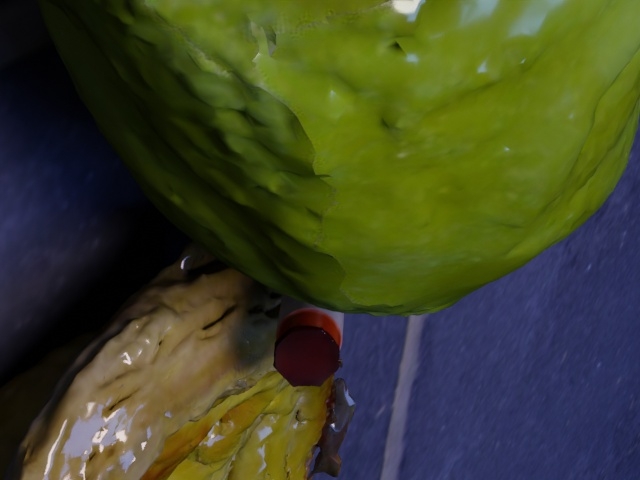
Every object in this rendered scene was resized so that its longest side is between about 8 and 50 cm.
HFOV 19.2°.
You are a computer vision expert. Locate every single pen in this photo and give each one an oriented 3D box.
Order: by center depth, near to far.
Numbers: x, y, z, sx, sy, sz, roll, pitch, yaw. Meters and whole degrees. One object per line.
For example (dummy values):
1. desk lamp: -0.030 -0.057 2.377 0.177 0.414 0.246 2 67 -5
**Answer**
1. pen: 0.000 0.000 0.768 0.218 0.026 0.026 -83 -172 -67

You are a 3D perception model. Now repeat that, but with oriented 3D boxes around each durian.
1. durian: 0.027 -0.093 0.637 0.340 0.204 0.256 72 38 -57

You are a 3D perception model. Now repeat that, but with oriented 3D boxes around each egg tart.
1. egg tart: -0.081 0.122 0.764 0.279 0.095 0.279 -50 152 -39
